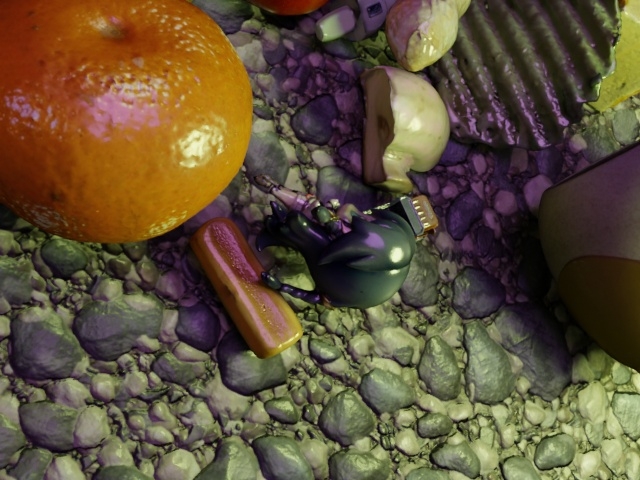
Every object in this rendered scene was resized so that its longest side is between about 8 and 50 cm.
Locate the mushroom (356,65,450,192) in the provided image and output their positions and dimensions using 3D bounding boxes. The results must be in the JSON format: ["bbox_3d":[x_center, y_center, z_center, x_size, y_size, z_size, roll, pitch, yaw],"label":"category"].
[{"bbox_3d":[0.175,-0.212,1.479,0.173,0.162,0.236,2,75,-15],"label":"mushroom"}]

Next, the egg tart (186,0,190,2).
[{"bbox_3d":[-0.275,-0.493,1.393,0.203,0.147,0.202,4,74,-14],"label":"egg tart"}]

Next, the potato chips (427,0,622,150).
[{"bbox_3d":[0.392,-0.366,1.591,0.097,0.373,0.389,34,56,-61],"label":"potato chips"}]

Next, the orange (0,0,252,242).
[{"bbox_3d":[-0.311,-0.185,1.183,0.424,0.326,0.423,12,50,-14],"label":"orange"}]

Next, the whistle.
[{"bbox_3d":[0.078,-0.435,1.555,0.244,0.092,0.110,-34,117,-32],"label":"whistle"}]

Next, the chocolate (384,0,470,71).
[{"bbox_3d":[0.202,-0.427,1.522,0.134,0.134,0.309,32,49,-10],"label":"chocolate"}]

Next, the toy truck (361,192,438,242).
[{"bbox_3d":[0.113,-0.020,1.432,0.192,0.092,0.083,-19,80,-27],"label":"toy truck"}]

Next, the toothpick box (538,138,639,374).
[{"bbox_3d":[0.629,0.030,1.451,0.409,0.409,0.425,-27,89,-28],"label":"toothpick box"}]

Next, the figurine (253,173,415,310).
[{"bbox_3d":[0.014,0.004,1.287,0.265,0.196,0.175,14,29,19],"label":"figurine"}]

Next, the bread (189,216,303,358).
[{"bbox_3d":[-0.123,0.076,1.311,0.093,0.074,0.239,-30,85,-27],"label":"bread"}]

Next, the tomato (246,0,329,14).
[{"bbox_3d":[-0.053,-0.554,1.469,0.299,0.226,0.298,8,71,-23],"label":"tomato"}]

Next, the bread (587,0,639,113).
[{"bbox_3d":[0.634,-0.456,1.698,0.207,0.279,0.279,32,66,-12],"label":"bread"}]
